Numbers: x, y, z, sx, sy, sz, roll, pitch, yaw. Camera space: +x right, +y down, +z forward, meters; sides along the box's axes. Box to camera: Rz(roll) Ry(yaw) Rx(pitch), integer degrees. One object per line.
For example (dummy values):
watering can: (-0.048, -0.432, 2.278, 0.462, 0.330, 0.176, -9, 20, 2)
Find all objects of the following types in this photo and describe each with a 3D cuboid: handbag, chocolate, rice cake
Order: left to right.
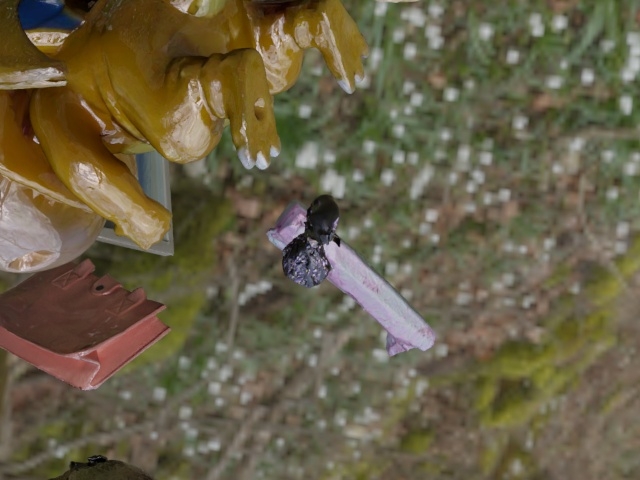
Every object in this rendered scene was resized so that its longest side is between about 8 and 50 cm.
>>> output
handbag: (-0.307, 0.097, 1.980, 0.212, 0.157, 0.059, 21, 135, 41)
chocolate: (-0.001, -0.003, 1.871, 0.070, 0.072, 0.147, -1, 154, -22)
rice cake: (0.041, 0.059, 2.124, 0.081, 0.051, 0.290, -37, 117, 19)

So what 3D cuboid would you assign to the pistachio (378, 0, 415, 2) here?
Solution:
pistachio: (0.086, -0.318, 1.378, 0.157, 0.229, 0.157, 19, -156, -8)

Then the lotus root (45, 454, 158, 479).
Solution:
lotus root: (-0.234, 0.266, 1.553, 0.183, 0.078, 0.203, -4, 145, -19)

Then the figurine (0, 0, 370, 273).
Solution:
figurine: (-0.174, -0.147, 1.177, 0.387, 0.401, 0.268, -6, 132, 32)

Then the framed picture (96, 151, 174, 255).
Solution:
framed picture: (-0.257, -0.146, 2.038, 0.024, 0.315, 0.232, -6, 172, 22)
